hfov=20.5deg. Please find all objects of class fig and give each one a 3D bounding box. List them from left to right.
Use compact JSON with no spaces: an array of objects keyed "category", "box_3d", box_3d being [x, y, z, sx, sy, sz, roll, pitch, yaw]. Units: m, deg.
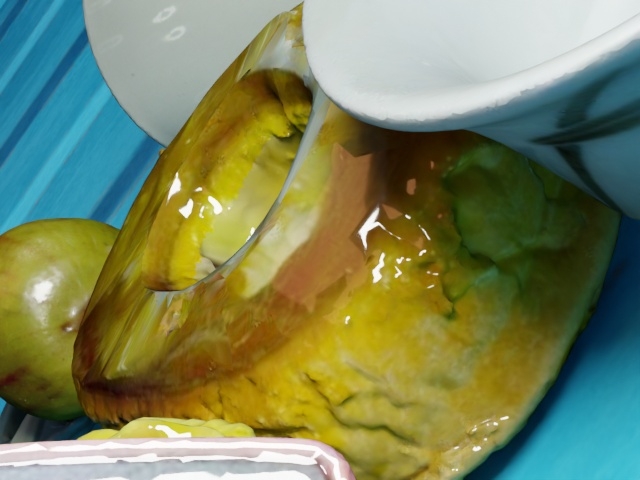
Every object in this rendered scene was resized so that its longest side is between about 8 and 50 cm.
[{"category":"fig","box_3d":[-0.193,0.057,1.227,0.186,0.148,0.142,-31,23,50]}]

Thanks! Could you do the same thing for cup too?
[{"category":"cup","box_3d":[0.012,-0.185,1.132,0.234,0.186,0.258,-22,12,43]},{"category":"cup","box_3d":[0.170,-0.138,0.668,0.347,0.163,0.347,-38,28,25]}]

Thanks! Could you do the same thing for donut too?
[{"category":"donut","box_3d":[0.000,0.000,0.877,0.330,0.160,0.330,-41,23,21]}]

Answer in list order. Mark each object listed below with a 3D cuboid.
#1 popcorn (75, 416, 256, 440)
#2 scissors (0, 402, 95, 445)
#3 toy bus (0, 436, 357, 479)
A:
[{"category":"popcorn","box_3d":[-0.062,0.181,0.714,0.235,0.217,0.181,-14,10,26]},{"category":"scissors","box_3d":[-0.221,0.193,1.245,0.138,0.041,0.289,-20,38,43]},{"category":"toy bus","box_3d":[-0.071,0.275,0.425,0.233,0.203,0.427,81,-174,-58]}]
